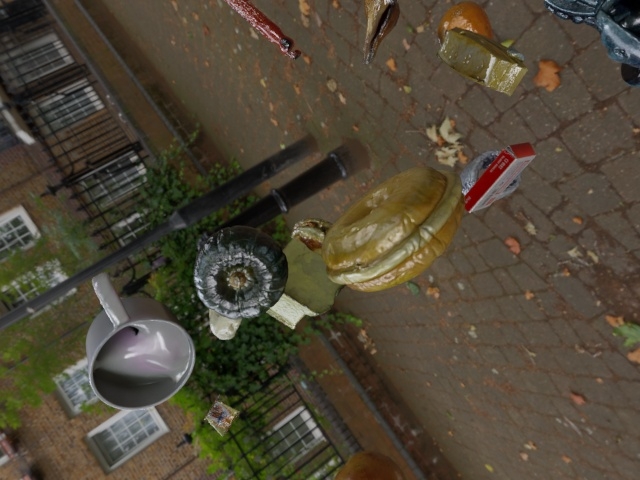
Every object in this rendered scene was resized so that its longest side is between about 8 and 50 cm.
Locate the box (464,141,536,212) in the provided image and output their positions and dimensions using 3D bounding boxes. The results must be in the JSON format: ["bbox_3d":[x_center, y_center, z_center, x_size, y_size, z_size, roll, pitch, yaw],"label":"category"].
[{"bbox_3d":[0.518,-0.182,1.241,0.050,0.123,0.229,53,139,23],"label":"box"}]

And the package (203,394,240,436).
[{"bbox_3d":[-0.376,0.664,1.605,0.121,0.108,0.031,29,168,25],"label":"package"}]

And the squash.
[{"bbox_3d":[-0.210,0.085,1.129,0.165,0.253,0.252,-101,-15,-67],"label":"squash"}]

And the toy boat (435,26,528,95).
[{"bbox_3d":[0.361,-0.402,0.942,0.310,0.116,0.089,-111,37,-51],"label":"toy boat"}]

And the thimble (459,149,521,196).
[{"bbox_3d":[0.747,-0.276,1.883,0.217,0.246,0.157,57,167,10],"label":"thimble"}]

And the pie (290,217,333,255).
[{"bbox_3d":[0.000,0.000,1.427,0.205,0.084,0.179,31,156,-11],"label":"pie"}]

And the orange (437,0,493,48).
[{"bbox_3d":[0.519,-0.732,1.526,0.224,0.170,0.224,60,-165,-27],"label":"orange"}]

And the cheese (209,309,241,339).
[{"bbox_3d":[-0.301,0.174,1.349,0.093,0.159,0.262,18,-151,-28],"label":"cheese"}]

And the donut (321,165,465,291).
[{"bbox_3d":[0.193,-0.034,1.165,0.198,0.449,0.449,47,167,-13],"label":"donut"}]

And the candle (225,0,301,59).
[{"bbox_3d":[-0.188,-0.631,1.184,0.329,0.048,0.051,39,150,-8],"label":"candle"}]

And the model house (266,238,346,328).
[{"bbox_3d":[-0.076,0.168,1.576,0.261,0.321,0.266,33,140,-3],"label":"model house"}]

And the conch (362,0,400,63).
[{"bbox_3d":[0.148,-0.542,1.015,0.086,0.080,0.232,0,95,39],"label":"conch"}]

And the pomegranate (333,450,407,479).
[{"bbox_3d":[0.162,0.804,1.318,0.264,0.264,0.264,51,164,20],"label":"pomegranate"}]

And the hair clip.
[{"bbox_3d":[0.467,-0.350,0.621,0.310,0.207,0.194,-87,21,-45],"label":"hair clip"}]

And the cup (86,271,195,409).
[{"bbox_3d":[-0.284,0.140,0.615,0.173,0.134,0.142,41,170,-34],"label":"cup"}]
